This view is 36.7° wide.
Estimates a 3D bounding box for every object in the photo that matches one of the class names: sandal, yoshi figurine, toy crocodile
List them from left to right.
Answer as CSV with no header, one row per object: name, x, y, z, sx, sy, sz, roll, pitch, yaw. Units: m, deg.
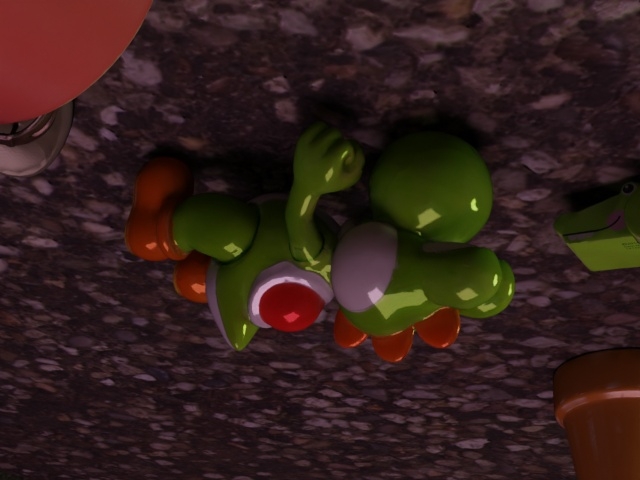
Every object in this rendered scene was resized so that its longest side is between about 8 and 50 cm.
sandal,-0.259,-0.135,0.781,0.120,0.086,0.303,15,150,-13
yoshi figurine,0.012,-0.021,0.892,0.362,0.203,0.203,6,113,30
toy crocodile,0.368,-0.031,0.826,0.341,0.105,0.115,-12,146,39

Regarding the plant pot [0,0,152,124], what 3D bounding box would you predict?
plant pot,-0.227,-0.199,0.512,0.275,0.274,0.243,-8,158,25

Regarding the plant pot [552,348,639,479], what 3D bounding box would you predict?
plant pot,0.402,0.265,1.232,0.205,0.187,0.205,6,151,3
